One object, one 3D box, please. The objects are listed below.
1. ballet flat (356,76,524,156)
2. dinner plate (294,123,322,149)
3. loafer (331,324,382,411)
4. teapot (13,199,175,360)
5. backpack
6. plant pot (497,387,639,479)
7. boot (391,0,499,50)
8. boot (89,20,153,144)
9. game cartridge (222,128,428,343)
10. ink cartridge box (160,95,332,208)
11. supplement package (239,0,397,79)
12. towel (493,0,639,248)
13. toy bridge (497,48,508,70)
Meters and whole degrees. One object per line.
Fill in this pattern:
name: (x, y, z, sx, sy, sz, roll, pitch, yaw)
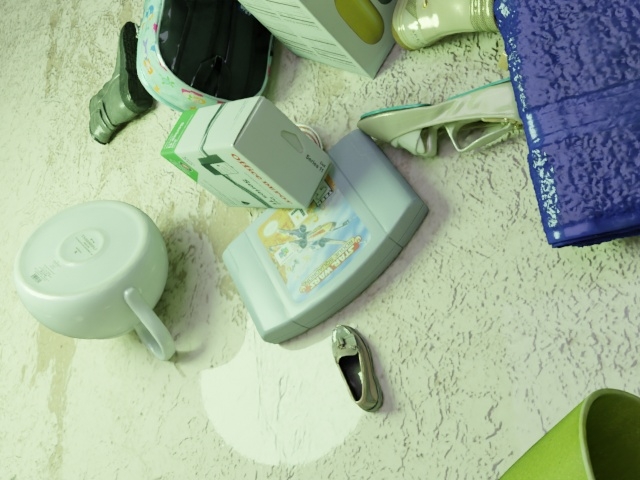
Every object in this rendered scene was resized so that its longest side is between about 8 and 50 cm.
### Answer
ballet flat: (0.163, -0.153, 0.887, 0.248, 0.086, 0.086, -9, 65, 31)
dinner plate: (-0.053, -0.120, 1.059, 0.141, 0.017, 0.141, -15, 61, 30)
loafer: (0.041, 0.158, 0.851, 0.045, 0.039, 0.125, -36, 53, 18)
teapot: (-0.352, 0.072, 1.085, 0.252, 0.187, 0.256, -6, 45, 4)
backpack: (-0.198, -0.334, 1.129, 0.191, 0.225, 0.254, -24, 60, 51)
plant pot: (0.202, 0.319, 0.551, 0.293, 0.274, 0.275, -47, 49, 30)
boot: (0.213, -0.396, 0.910, 0.203, 0.095, 0.262, 13, 81, 56)
boot: (-0.428, -0.330, 1.383, 0.161, 0.083, 0.247, -26, 55, 30)
game cartridge: (0.000, 0.000, 0.946, 0.297, 0.062, 0.198, -43, 47, 12)
ink cartridge box: (-0.110, -0.120, 0.957, 0.208, 0.153, 0.087, 4, 61, 51)
supplement package: (-0.003, -0.412, 0.994, 0.198, 0.262, 0.199, 30, 89, 40)
towel: (0.329, -0.158, 0.721, 0.227, 0.076, 0.309, -13, 78, 17)
toy bridge: (0.312, -0.193, 0.804, 0.188, 0.026, 0.063, 34, 49, 25)
